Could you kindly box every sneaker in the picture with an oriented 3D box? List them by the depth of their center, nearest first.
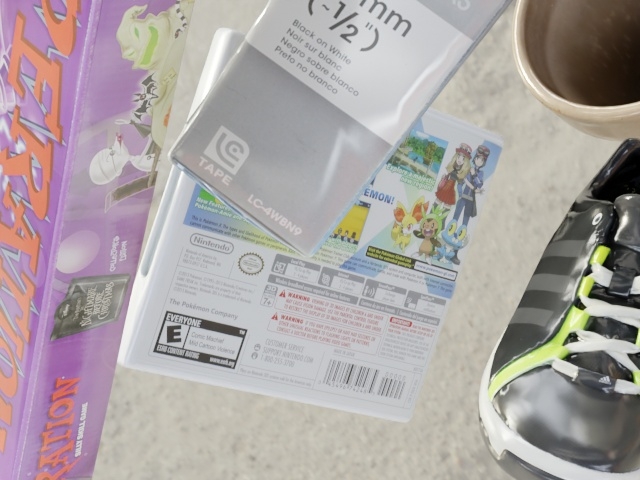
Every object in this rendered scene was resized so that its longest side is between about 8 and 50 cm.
[{"bbox_3d":[0.134,0.023,0.607,0.084,0.097,0.235,16,37,9],"label":"sneaker"}]

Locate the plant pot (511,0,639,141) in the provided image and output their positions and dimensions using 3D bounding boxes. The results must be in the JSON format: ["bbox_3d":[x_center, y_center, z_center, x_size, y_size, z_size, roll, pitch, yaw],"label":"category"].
[{"bbox_3d":[0.350,-0.182,1.217,0.263,0.229,0.263,-20,56,31],"label":"plant pot"}]

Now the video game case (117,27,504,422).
[{"bbox_3d":[0.000,0.000,1.156,0.036,0.329,0.300,22,95,55],"label":"video game case"}]

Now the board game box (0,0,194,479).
[{"bbox_3d":[-0.143,-0.047,0.516,0.056,0.347,0.208,-16,44,-42],"label":"board game box"}]

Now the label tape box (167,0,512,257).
[{"bbox_3d":[0.071,-0.187,0.743,0.348,0.115,0.249,-54,4,29],"label":"label tape box"}]
